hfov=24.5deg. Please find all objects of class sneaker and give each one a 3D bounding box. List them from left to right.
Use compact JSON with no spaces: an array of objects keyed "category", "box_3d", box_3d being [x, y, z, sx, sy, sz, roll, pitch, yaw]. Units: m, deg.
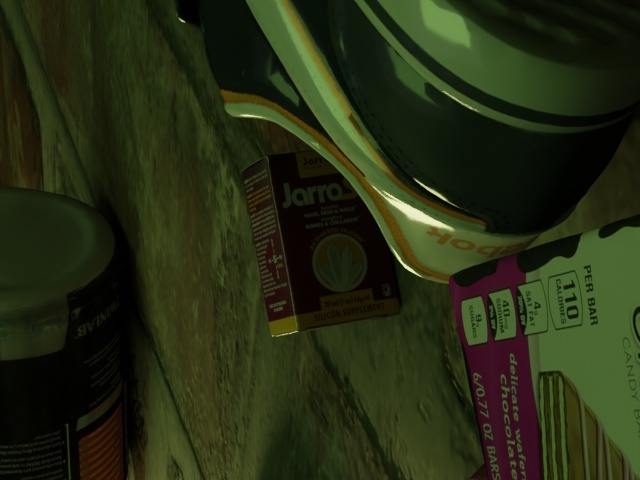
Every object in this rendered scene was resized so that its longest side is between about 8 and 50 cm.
[{"category":"sneaker","box_3d":[-0.001,-0.124,0.534,0.127,0.126,0.321,110,144,-45]}]

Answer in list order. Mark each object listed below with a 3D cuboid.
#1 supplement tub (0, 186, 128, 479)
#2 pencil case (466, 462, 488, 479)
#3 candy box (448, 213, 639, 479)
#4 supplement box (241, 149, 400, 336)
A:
[{"category":"supplement tub","box_3d":[-0.277,0.139,1.330,0.207,0.207,0.338,-124,31,-51]},{"category":"pencil case","box_3d":[0.048,0.281,0.519,0.160,0.167,0.386,137,123,-67]},{"category":"candy box","box_3d":[0.118,0.066,0.363,0.233,0.071,0.159,153,107,-70]},{"category":"supplement box","box_3d":[0.000,0.000,0.700,0.043,0.055,0.083,158,101,-69]}]
